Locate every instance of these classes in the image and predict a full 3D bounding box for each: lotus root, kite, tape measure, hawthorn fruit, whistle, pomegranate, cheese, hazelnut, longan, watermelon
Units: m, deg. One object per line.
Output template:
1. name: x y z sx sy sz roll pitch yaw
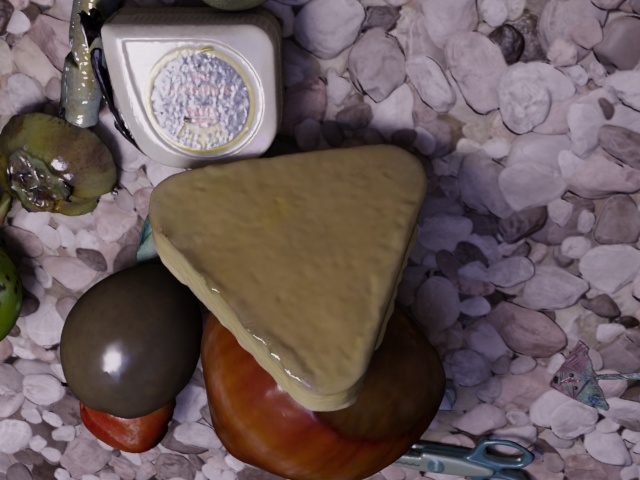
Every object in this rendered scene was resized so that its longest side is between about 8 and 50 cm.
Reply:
1. lotus root: -0.414 -0.100 1.805 0.204 0.078 0.183 17 136 7
2. kite: 0.415 0.205 1.788 0.153 0.005 0.137 -15 116 24
3. tape measure: -0.186 -0.206 1.638 0.271 0.133 0.231 1 115 2
4. hawthorn fruit: -0.338 0.266 1.974 0.194 0.157 0.157 21 125 -3
5. whistle: -0.321 -0.307 1.674 0.068 0.057 0.326 15 125 -6
6. pomegranate: -0.593 0.042 1.908 0.231 0.231 0.285 5 93 15
7. cheese: 0.001 0.001 1.595 0.384 0.384 0.104 19 151 6
8. hazelnut: -0.011 0.195 1.738 0.366 0.366 0.365 8 123 13
9. longan: -0.288 0.148 1.826 0.248 0.248 0.248 8 123 13
10. watermelon: -0.241 0.000 1.837 0.094 0.081 0.180 22 145 -22

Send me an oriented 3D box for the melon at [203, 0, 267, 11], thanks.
1. melon: -0.104 -0.351 1.554 0.131 0.098 0.098 -10 117 17

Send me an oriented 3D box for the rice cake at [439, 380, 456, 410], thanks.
1. rice cake: 0.110 0.239 1.889 0.211 0.034 0.043 3 129 15

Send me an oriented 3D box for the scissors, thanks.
1. scissors: 0.200 0.358 1.929 0.289 0.041 0.138 7 130 13
